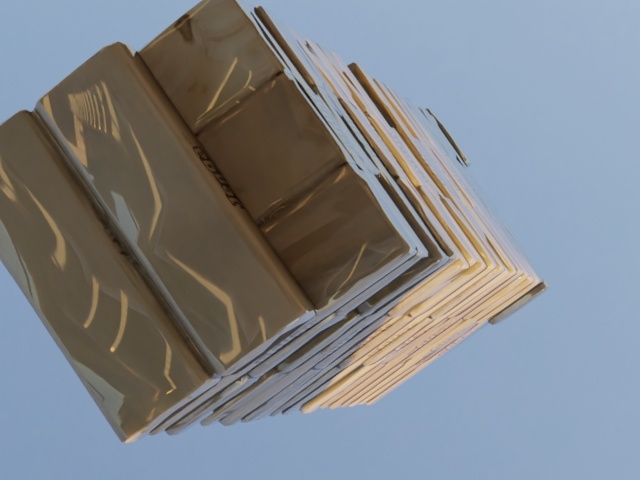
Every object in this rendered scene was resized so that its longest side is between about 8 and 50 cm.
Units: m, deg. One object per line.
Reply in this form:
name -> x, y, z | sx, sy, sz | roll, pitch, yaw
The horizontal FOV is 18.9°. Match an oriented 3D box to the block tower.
block tower -> 0.000, 0.000, 0.649 | 0.097, 0.091, 0.335 | 56, -170, 8
